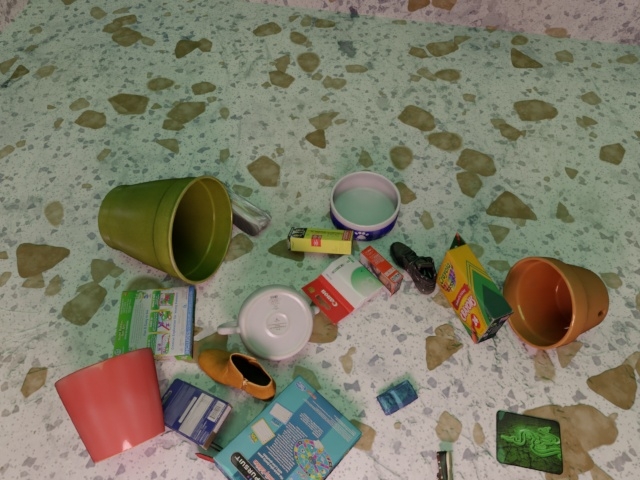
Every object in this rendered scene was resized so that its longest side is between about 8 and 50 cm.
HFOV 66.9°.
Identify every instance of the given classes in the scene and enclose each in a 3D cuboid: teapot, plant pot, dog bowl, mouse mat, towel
[{"bbox_3d":[-0.155,0.257,1.548,0.256,0.187,0.252,37,79,-10],"label":"teapot"},{"bbox_3d":[0.763,0.191,1.550,0.204,0.291,0.290,-2,56,-22],"label":"plant pot"},{"bbox_3d":[0.167,-0.132,1.839,0.265,0.104,0.264,0,57,0],"label":"dog bowl"},{"bbox_3d":[-0.572,0.465,1.362,0.275,0.275,0.243,-20,79,-13],"label":"plant pot"},{"bbox_3d":[0.615,0.594,1.432,0.190,0.007,0.152,9,58,5],"label":"mouse mat"},{"bbox_3d":[-0.551,-0.057,1.676,0.353,0.366,0.366,8,57,19],"label":"plant pot"},{"bbox_3d":[0.237,0.483,1.489,0.119,0.029,0.067,-24,61,-15],"label":"towel"}]

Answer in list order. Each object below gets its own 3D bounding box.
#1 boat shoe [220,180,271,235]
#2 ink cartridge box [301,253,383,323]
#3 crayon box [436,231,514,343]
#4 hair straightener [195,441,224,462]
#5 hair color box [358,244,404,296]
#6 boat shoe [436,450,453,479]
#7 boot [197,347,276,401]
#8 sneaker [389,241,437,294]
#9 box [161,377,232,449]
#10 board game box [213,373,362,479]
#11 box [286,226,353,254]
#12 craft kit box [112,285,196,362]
[{"bbox_3d":[-0.334,-0.144,1.845,0.320,0.118,0.103,36,58,16],"label":"boat shoe"},{"bbox_3d":[0.075,0.157,1.658,0.225,0.056,0.181,-28,61,-34],"label":"ink cartridge box"},{"bbox_3d":[0.483,0.156,1.599,0.081,0.202,0.318,-19,58,-12],"label":"crayon box"},{"bbox_3d":[-0.238,0.614,1.393,0.230,0.047,0.089,16,59,10],"label":"hair straightener"},{"bbox_3d":[0.208,0.107,1.691,0.053,0.093,0.167,-36,63,-24],"label":"hair color box"},{"bbox_3d":[0.351,0.665,1.366,0.042,0.049,0.133,-12,61,26],"label":"boat shoe"},{"bbox_3d":[-0.258,0.374,1.450,0.295,0.211,0.104,26,60,16],"label":"boot"},{"bbox_3d":[0.330,0.070,1.697,0.087,0.130,0.227,-23,58,-16],"label":"sneaker"},{"bbox_3d":[-0.386,0.509,1.443,0.225,0.036,0.136,14,57,30],"label":"box"},{"bbox_3d":[-0.087,0.587,1.365,0.254,0.079,0.336,38,56,22],"label":"board game box"},{"bbox_3d":[0.000,0.000,1.754,0.232,0.058,0.087,5,30,9],"label":"box"},{"bbox_3d":[-0.544,0.279,1.605,0.247,0.061,0.249,-2,57,-5],"label":"craft kit box"}]
